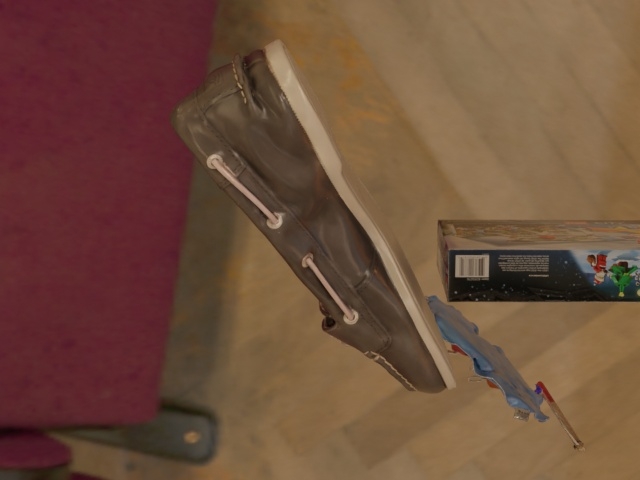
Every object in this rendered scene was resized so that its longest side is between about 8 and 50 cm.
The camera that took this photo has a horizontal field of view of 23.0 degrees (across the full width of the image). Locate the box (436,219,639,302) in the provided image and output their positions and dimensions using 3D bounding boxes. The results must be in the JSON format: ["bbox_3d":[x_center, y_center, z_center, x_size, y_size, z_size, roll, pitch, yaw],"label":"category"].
[{"bbox_3d":[0.214,0.015,1.279,0.233,0.159,0.044,0,98,2],"label":"box"}]

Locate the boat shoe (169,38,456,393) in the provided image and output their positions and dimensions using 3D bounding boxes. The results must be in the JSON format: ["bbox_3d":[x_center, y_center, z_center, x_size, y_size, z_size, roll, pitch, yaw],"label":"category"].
[{"bbox_3d":[0.000,0.000,1.168,0.095,0.335,0.112,-25,35,7],"label":"boat shoe"}]

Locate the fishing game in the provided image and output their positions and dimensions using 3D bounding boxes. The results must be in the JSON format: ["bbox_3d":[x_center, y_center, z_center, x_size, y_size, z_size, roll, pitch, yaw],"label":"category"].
[{"bbox_3d":[0.168,0.130,1.646,0.041,0.264,0.189,-46,28,10],"label":"fishing game"}]
